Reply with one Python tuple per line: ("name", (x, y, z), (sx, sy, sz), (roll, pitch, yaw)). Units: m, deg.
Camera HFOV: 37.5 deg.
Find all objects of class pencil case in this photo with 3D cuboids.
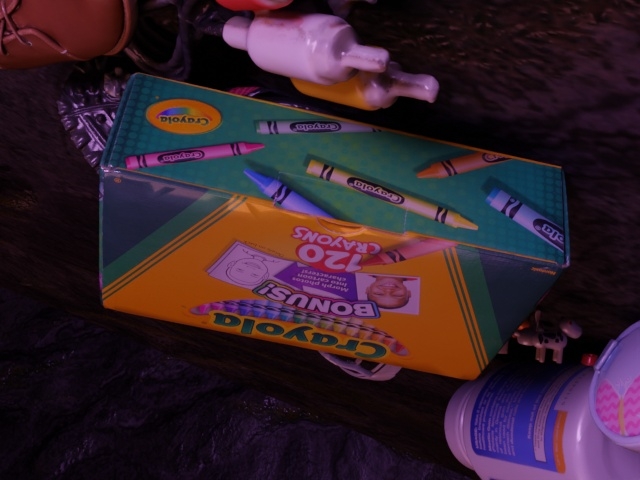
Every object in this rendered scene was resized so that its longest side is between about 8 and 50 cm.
("pencil case", (0.352, 0.166, 0.783), (0.273, 0.113, 0.124), (30, -161, -21))

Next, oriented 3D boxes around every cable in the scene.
("cable", (-0.068, -0.125, 0.525), (0.287, 0.072, 0.139), (7, 154, 49))

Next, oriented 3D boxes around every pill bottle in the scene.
("pill bottle", (0.244, 0.201, 0.986), (0.152, 0.152, 0.272), (29, 165, -17))

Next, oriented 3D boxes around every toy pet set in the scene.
("toy pet set", (0.177, 0.064, 0.843), (0.114, 0.065, 0.122), (4, -175, -10))

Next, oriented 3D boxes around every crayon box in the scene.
("crayon box", (0.000, 0.000, 0.623), (0.278, 0.081, 0.165), (12, 146, -6))

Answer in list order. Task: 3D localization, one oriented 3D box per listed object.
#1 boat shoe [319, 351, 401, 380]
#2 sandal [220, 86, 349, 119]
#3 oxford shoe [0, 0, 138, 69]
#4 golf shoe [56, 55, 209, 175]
("boat shoe", (0.040, 0.071, 0.885), (0.104, 0.113, 0.306), (2, 169, -15))
("sandal", (-0.048, -0.083, 0.670), (0.179, 0.040, 0.067), (13, 126, 4))
("oxford shoe", (-0.178, -0.140, 0.600), (0.212, 0.076, 0.076), (-5, 112, 57))
("golf shoe", (-0.087, -0.049, 0.760), (0.272, 0.105, 0.120), (30, 170, -17))
